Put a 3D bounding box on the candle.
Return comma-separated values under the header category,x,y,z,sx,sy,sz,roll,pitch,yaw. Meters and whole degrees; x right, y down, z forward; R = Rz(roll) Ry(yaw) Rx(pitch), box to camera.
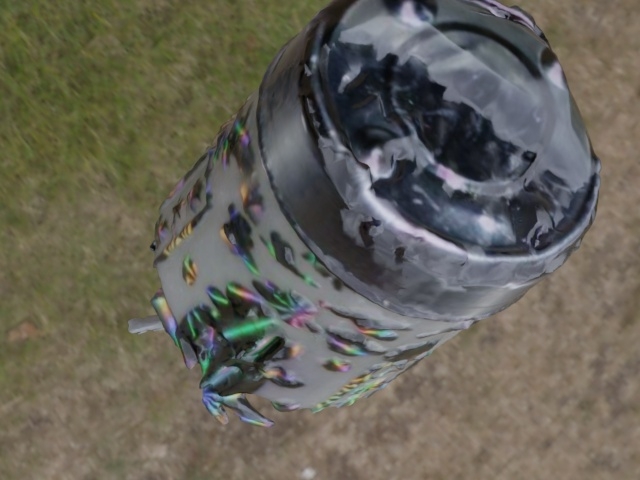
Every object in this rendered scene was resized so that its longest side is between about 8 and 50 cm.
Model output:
category,x,y,z,sx,sy,sz,roll,pitch,yaw
candle,0.000,0.000,0.776,0.187,0.187,0.330,-3,156,-34
